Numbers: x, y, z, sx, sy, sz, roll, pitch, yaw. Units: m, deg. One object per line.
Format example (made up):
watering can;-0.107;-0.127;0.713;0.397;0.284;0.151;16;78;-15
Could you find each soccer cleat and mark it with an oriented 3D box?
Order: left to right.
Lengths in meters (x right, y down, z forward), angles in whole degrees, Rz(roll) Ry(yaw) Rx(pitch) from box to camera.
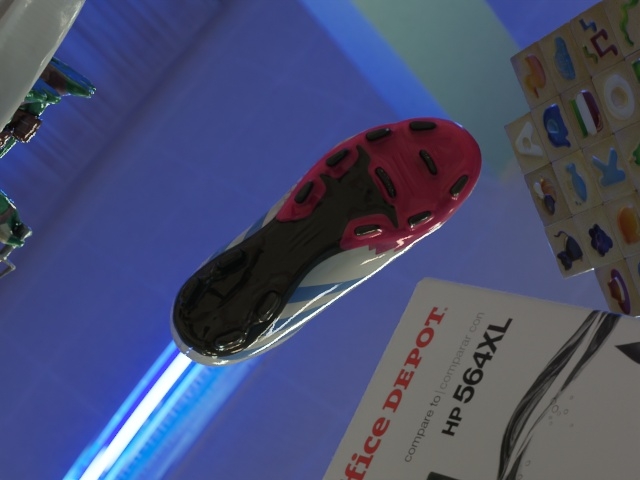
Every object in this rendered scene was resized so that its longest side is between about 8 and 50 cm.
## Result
soccer cleat;0.000;0.000;1.427;0.331;0.143;0.116;-34;-99;-7

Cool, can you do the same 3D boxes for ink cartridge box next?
ink cartridge box;0.106;0.110;0.667;0.203;0.086;0.148;10;-114;45

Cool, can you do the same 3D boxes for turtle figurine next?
turtle figurine;-0.263;-0.031;1.160;0.234;0.118;0.175;-57;-168;16

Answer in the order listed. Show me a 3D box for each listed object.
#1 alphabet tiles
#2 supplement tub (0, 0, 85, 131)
alphabet tiles;0.286;-0.074;1.431;0.011;0.285;0.342;-20;177;-25
supplement tub;-0.250;-0.122;0.615;0.191;0.272;0.191;-48;-163;20
